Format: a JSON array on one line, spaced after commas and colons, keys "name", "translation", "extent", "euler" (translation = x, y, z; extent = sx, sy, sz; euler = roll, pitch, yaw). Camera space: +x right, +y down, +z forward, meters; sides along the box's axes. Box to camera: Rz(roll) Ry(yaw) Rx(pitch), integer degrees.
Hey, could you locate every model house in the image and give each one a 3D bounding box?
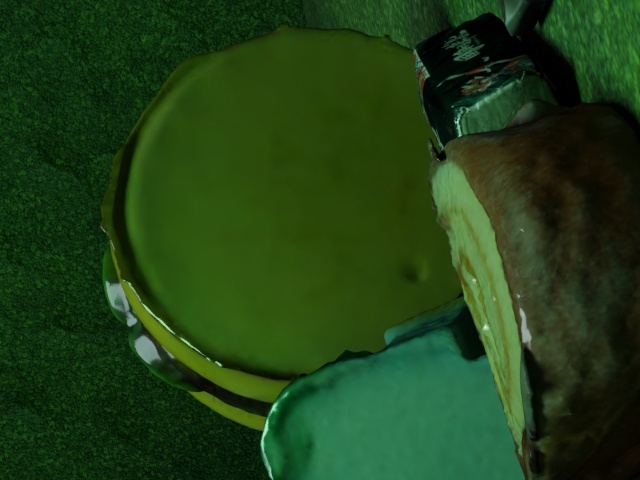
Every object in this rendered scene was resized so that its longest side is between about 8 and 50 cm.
[{"name": "model house", "translation": [0.126, 0.176, 1.252], "extent": [0.281, 0.230, 0.249], "euler": [65, -162, -3]}]

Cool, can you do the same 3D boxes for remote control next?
[{"name": "remote control", "translation": [0.137, -0.190, 1.084], "extent": [0.212, 0.028, 0.059], "euler": [89, 164, -79]}]

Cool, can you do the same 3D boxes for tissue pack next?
[{"name": "tissue pack", "translation": [0.126, -0.089, 1.194], "extent": [0.170, 0.090, 0.103], "euler": [-111, -1, -67]}]

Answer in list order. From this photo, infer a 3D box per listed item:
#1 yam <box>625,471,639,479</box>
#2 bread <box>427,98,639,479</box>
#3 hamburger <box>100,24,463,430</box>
[{"name": "yam", "translation": [0.220, 0.177, 1.008], "extent": [0.141, 0.079, 0.079], "euler": [142, 113, -87]}, {"name": "bread", "translation": [0.151, 0.020, 1.021], "extent": [0.190, 0.123, 0.244], "euler": [83, 171, -58]}, {"name": "hamburger", "translation": [0.000, 0.000, 1.610], "extent": [0.277, 0.395, 0.396], "euler": [84, 170, -72]}]
